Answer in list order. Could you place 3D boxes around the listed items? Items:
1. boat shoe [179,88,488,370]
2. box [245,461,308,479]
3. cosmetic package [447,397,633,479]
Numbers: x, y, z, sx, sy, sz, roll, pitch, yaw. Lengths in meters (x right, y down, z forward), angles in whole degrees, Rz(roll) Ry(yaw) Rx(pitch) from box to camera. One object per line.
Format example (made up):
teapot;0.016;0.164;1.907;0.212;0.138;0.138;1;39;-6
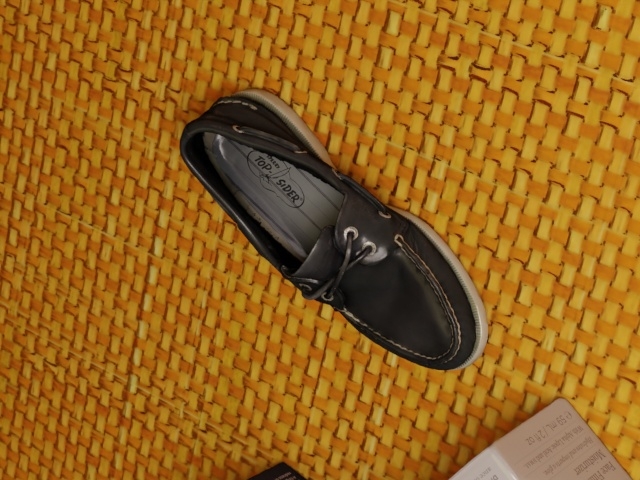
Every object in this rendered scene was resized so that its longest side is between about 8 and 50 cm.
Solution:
boat shoe;0.002;-0.003;1.409;0.340;0.113;0.127;50;122;13
box;-0.019;0.425;1.482;0.294;0.183;0.296;34;116;23
cosmetic package;0.185;0.262;1.331;0.183;0.151;0.151;51;123;12
